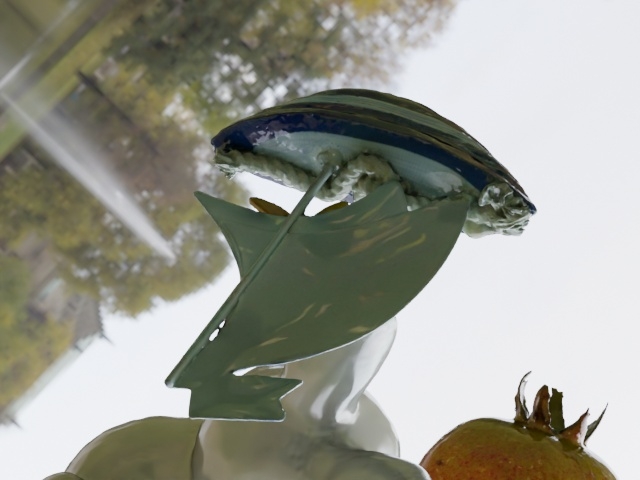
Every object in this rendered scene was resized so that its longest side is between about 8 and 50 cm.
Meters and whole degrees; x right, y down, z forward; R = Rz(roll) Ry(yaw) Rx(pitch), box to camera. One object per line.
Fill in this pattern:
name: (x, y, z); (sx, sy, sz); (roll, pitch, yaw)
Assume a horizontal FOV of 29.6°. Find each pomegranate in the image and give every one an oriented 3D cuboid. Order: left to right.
pomegranate: (0.185, 0.251, 1.132); (0.221, 0.221, 0.256); (-5, -116, 69)

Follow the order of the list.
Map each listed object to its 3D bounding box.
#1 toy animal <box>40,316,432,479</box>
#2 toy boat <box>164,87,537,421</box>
toy animal: (-0.057, 0.184, 0.937); (0.367, 0.196, 0.241); (-29, 156, 35)
toy boat: (0.000, 0.000, 0.705); (0.291, 0.220, 0.067); (-54, 151, -50)
